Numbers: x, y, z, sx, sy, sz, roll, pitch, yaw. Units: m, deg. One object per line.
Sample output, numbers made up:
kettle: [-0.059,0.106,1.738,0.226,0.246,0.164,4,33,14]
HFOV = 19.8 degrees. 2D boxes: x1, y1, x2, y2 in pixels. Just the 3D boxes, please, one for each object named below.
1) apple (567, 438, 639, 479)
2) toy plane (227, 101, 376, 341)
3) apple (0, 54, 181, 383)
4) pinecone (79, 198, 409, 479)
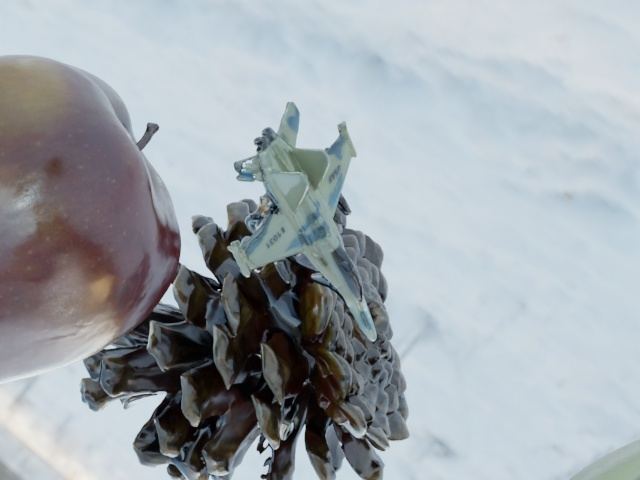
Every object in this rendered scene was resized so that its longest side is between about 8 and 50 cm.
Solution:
apple: [0.377,0.374,1.986,0.311,0.360,0.320,50,163,11]
toy plane: [-0.009,-0.002,1.783,0.088,0.192,0.262,15,139,37]
apple: [-0.274,-0.016,1.589,0.288,0.317,0.288,157,90,-82]
pinecone: [-0.091,0.132,2.068,0.384,0.384,0.384,39,169,9]
